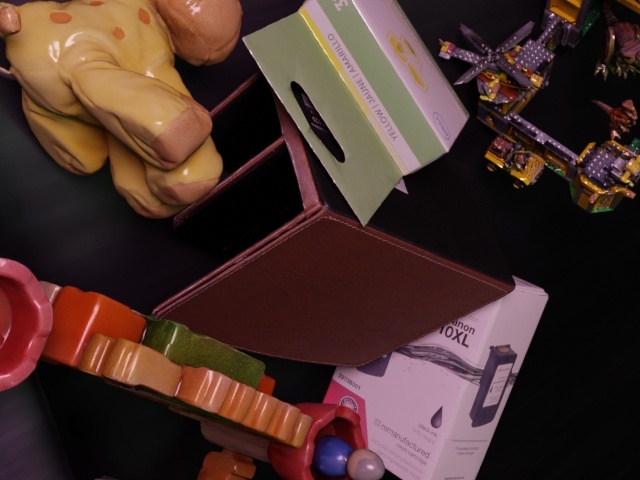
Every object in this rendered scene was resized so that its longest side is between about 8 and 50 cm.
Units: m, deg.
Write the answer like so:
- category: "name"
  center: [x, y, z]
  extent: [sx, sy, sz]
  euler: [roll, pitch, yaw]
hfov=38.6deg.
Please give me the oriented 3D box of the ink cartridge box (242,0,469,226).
- category: "ink cartridge box"
  center: [0.042, -0.131, 0.756]
  extent: [0.171, 0.056, 0.235]
  euler: [56, 26, -9]

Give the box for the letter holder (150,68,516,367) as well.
- category: "letter holder"
  center: [0.000, 0.000, 0.850]
  extent: [0.214, 0.152, 0.302]
  euler: [-33, 147, 28]

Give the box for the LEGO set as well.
- category: "LEGO set"
  center: [0.313, -0.209, 0.975]
  extent: [0.331, 0.255, 0.192]
  euler: [-42, 162, -7]

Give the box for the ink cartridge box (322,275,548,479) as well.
- category: "ink cartridge box"
  center: [0.121, 0.131, 1.012]
  extent: [0.100, 0.172, 0.237]
  euler: [14, 99, -48]

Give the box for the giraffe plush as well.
- category: "giraffe plush"
  center: [-0.131, -0.144, 0.659]
  extent: [0.210, 0.181, 0.170]
  euler: [39, 66, -13]

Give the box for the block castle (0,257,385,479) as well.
- category: "block castle"
  center: [-0.156, 0.210, 0.688]
  extent: [0.453, 0.213, 0.303]
  euler: [33, 70, -46]
